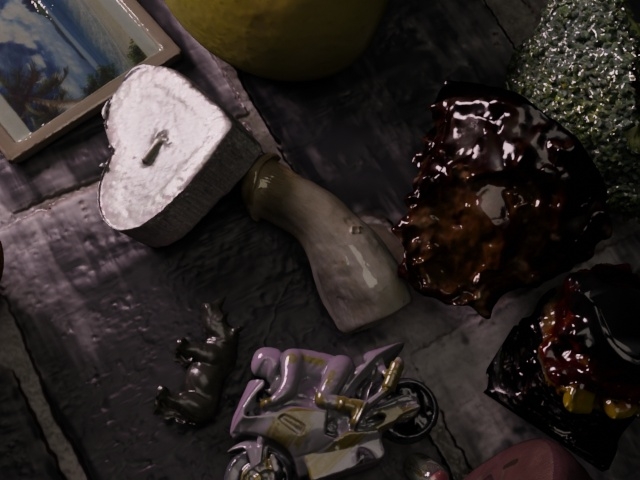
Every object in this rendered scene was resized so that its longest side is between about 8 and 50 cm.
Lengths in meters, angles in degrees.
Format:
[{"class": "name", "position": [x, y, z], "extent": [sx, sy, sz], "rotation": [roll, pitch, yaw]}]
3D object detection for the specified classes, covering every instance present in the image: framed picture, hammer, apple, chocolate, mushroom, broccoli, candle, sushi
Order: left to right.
[{"class": "framed picture", "position": [-0.344, -0.259, 1.146], "extent": [0.232, 0.024, 0.315], "rotation": [-38, 77, -18]}, {"class": "candle", "position": [-0.148, -0.094, 1.044], "extent": [0.168, 0.068, 0.192], "rotation": [-7, 69, 26]}, {"class": "apple", "position": [-0.041, -0.341, 1.089], "extent": [0.257, 0.233, 0.295], "rotation": [12, 68, -4]}, {"class": "mushroom", "position": [0.002, -0.004, 1.045], "extent": [0.223, 0.092, 0.081], "rotation": [49, 39, 10]}, {"class": "hammer", "position": [0.090, 0.251, 0.981], "extent": [0.031, 0.052, 0.083], "rotation": [31, 88, -30]}, {"class": "chocolate", "position": [0.154, -0.020, 0.998], "extent": [0.224, 0.206, 0.177], "rotation": [40, 73, 10]}, {"class": "sushi", "position": [0.276, 0.102, 0.989], "extent": [0.153, 0.150, 0.172], "rotation": [33, 70, 8]}, {"class": "broccoli", "position": [0.367, -0.200, 1.097], "extent": [0.252, 0.221, 0.361], "rotation": [44, 61, 5]}]

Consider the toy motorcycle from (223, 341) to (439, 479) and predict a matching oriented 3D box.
[{"class": "toy motorcycle", "position": [-0.006, 0.163, 0.987], "extent": [0.225, 0.073, 0.152], "rotation": [-23, 70, -12]}]

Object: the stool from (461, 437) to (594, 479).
[{"class": "stool", "position": [0.167, 0.321, 0.853], "extent": [0.178, 0.272, 0.272], "rotation": [42, 71, -2]}]

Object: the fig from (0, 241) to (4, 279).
[{"class": "fig", "position": [-0.413, 0.053, 0.960], "extent": [0.175, 0.175, 0.207], "rotation": [27, 89, 6]}]

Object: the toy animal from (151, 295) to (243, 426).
[{"class": "toy animal", "position": [-0.117, 0.119, 1.010], "extent": [0.065, 0.047, 0.136], "rotation": [19, 67, -3]}]
